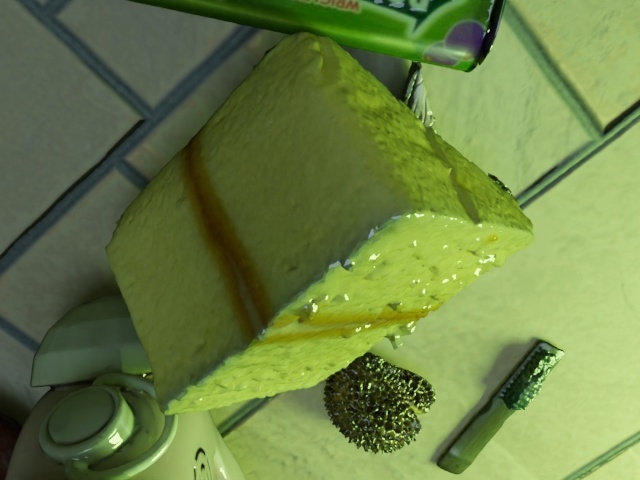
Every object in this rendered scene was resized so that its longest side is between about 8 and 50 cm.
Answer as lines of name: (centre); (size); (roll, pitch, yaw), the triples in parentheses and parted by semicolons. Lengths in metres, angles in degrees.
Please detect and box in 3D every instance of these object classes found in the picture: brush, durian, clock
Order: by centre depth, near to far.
clock: (-0.154, 0.247, 0.595); (0.183, 0.342, 0.326); (-13, 125, -3)
durian: (0.054, 0.161, 0.709); (0.110, 0.071, 0.140); (-30, 110, 11)
brush: (0.188, 0.184, 0.753); (0.034, 0.028, 0.190); (27, 113, -15)

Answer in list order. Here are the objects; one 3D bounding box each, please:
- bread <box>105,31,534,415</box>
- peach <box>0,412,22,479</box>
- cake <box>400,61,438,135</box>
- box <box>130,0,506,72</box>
bread: (0.000, 0.000, 0.573); (0.263, 0.198, 0.236); (-41, 148, 28)
peach: (-0.338, 0.237, 0.685); (0.152, 0.152, 0.152); (-2, 117, -3)
cake: (0.084, -0.089, 0.593); (0.065, 0.052, 0.121); (6, 116, -2)
box: (-0.038, -0.213, 0.491); (0.345, 0.097, 0.134); (10, 119, -10)
